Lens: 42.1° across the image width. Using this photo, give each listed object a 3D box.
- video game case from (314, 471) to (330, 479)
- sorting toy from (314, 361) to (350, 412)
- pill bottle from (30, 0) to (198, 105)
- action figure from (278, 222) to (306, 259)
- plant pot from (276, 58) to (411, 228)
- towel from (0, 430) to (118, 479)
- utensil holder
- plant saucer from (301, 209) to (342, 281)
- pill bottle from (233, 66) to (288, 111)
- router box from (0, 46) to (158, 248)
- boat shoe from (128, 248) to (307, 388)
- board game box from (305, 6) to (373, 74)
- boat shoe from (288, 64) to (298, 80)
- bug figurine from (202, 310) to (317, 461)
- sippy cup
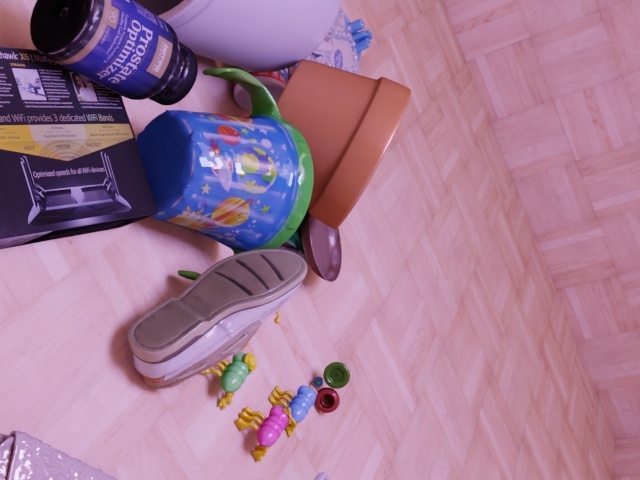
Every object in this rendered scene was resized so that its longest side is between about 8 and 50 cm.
[{"bbox_3d":[0.000,0.514,1.474,0.157,0.019,0.143,-37,108,-61],"label":"video game case"},{"bbox_3d":[0.017,0.278,1.593,0.042,0.061,0.102,57,55,-88],"label":"sorting toy"},{"bbox_3d":[-0.272,-0.266,1.134,0.219,0.122,0.123,22,56,-56],"label":"pill bottle"},{"bbox_3d":[-0.055,-0.022,1.623,0.232,0.063,0.137,49,34,-49],"label":"action figure"},{"bbox_3d":[0.008,-0.194,1.510,0.203,0.291,0.291,28,40,-6],"label":"plant pot"},{"bbox_3d":[-0.298,0.359,0.992,0.282,0.049,0.187,44,40,-43],"label":"towel"},{"bbox_3d":[-0.176,-0.463,1.384,0.385,0.327,0.328,4,72,-63],"label":"utensil holder"},{"bbox_3d":[0.000,0.000,1.640,0.168,0.029,0.169,-9,90,-70],"label":"plant saucer"},{"bbox_3d":[-0.118,-0.355,1.646,0.108,0.108,0.180,33,47,-50],"label":"pill bottle"},{"bbox_3d":[-0.370,-0.123,1.093,0.309,0.081,0.243,-15,88,-62],"label":"router box"},{"bbox_3d":[-0.149,0.113,1.249,0.302,0.113,0.103,-28,138,-29],"label":"boat shoe"},{"bbox_3d":[0.002,-0.518,2.013,0.390,0.050,0.390,49,36,-37],"label":"board game box"},{"bbox_3d":[-0.097,-0.376,1.752,0.066,0.066,0.183,-14,77,-57],"label":"boat shoe"},{"bbox_3d":[-0.092,0.235,1.406,0.279,0.072,0.216,63,30,-19],"label":"bug figurine"},{"bbox_3d":[-0.168,-0.104,1.318,0.224,0.240,0.306,8,52,-47],"label":"sippy cup"}]
